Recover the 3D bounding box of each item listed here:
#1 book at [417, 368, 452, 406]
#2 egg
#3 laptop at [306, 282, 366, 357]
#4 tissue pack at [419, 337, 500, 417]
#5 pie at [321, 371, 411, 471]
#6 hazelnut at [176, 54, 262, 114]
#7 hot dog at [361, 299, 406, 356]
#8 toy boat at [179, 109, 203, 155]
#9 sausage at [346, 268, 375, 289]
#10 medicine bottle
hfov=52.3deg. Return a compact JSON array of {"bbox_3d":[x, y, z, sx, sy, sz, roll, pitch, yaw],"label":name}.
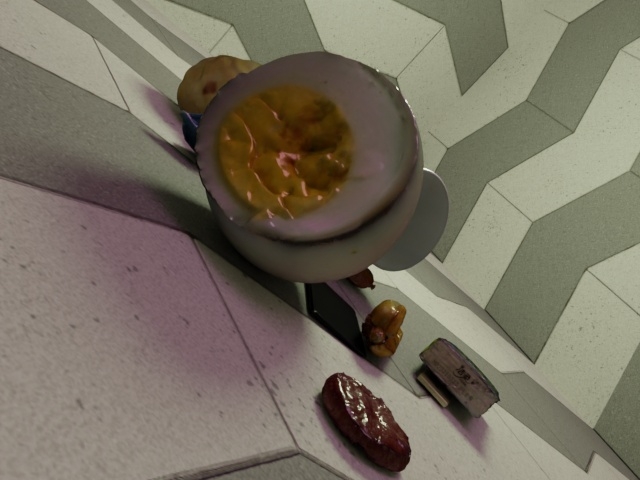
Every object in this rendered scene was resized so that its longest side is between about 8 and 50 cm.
[{"bbox_3d":[0.232,0.297,1.318,0.077,0.014,0.111,46,9,15],"label":"book"},{"bbox_3d":[-0.006,-0.086,1.113,0.354,0.354,0.340,48,-11,20],"label":"egg"},{"bbox_3d":[0.025,0.132,1.200,0.135,0.016,0.197,42,12,-14],"label":"laptop"},{"bbox_3d":[0.301,0.288,1.394,0.173,0.073,0.235,46,5,16],"label":"tissue pack"},{"bbox_3d":[0.061,0.238,0.858,0.154,0.036,0.154,42,11,-10],"label":"pie"},{"bbox_3d":[-0.213,-0.324,1.584,0.261,0.241,0.261,9,5,-1],"label":"hazelnut"},{"bbox_3d":[0.119,0.160,1.232,0.076,0.102,0.249,13,2,11],"label":"hot dog"},{"bbox_3d":[-0.201,-0.217,1.398,0.142,0.129,0.309,59,16,19],"label":"toy boat"},{"bbox_3d":[0.000,0.000,1.505,0.348,0.053,0.053,41,11,-11],"label":"sausage"},{"bbox_3d":[0.133,-0.084,1.542,0.252,0.253,0.241,35,-1,-39],"label":"medicine bottle"}]
